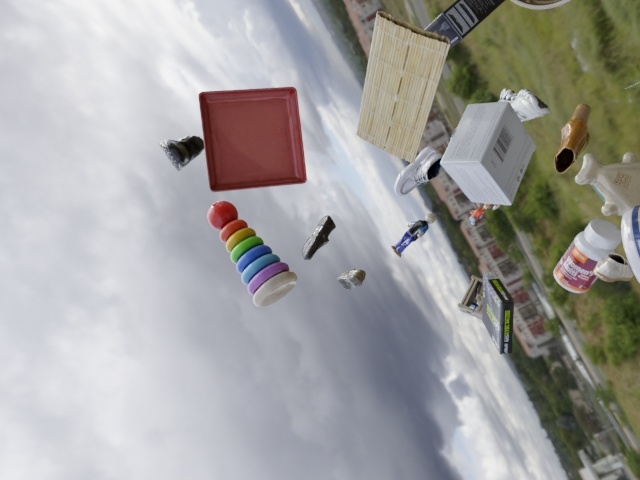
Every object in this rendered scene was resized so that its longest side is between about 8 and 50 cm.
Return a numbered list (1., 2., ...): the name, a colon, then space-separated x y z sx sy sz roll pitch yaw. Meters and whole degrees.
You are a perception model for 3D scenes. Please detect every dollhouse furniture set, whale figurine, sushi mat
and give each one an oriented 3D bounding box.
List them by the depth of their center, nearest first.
1. sushi mat: 0.153 -0.290 1.098 0.151 0.019 0.317 30 150 14
2. whale figurine: 0.934 -0.179 1.756 0.271 0.217 0.141 21 180 -2
3. dollhouse furniture set: 0.609 0.239 2.046 0.128 0.129 0.184 22 165 32

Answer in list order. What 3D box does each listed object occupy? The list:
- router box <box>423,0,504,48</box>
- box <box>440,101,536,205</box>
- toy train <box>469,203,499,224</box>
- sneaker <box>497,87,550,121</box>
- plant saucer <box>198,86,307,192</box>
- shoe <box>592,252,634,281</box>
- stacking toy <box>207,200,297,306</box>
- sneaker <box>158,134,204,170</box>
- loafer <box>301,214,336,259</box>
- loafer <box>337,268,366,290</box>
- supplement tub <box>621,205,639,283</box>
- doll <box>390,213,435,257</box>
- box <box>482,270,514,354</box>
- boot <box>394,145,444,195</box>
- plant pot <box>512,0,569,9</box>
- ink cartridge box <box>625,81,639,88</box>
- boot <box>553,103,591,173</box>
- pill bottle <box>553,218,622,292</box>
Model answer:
1. router box: 0.330 -0.550 1.444 0.081 0.243 0.309 49 161 -8
2. box: 0.413 -0.210 1.349 0.119 0.181 0.182 11 159 49
3. toy train: 0.553 -0.123 1.834 0.166 0.125 0.046 -27 -115 -38
4. sneaker: 0.631 -0.412 1.766 0.110 0.118 0.292 37 -170 -10
5. plant saucer: -0.178 -0.265 1.454 0.047 0.258 0.259 179 84 -76
6. shoe: 0.799 0.069 1.480 0.218 0.058 0.076 -4 -150 -47
7. stacking toy: -0.208 0.021 1.565 0.330 0.141 0.141 54 -171 17
8. sneaker: -0.437 -0.301 1.779 0.107 0.124 0.283 57 175 -14
9. loafer: 0.000 0.000 2.370 0.078 0.220 0.080 36 175 -25
10. loafer: 0.102 0.122 1.740 0.056 0.050 0.148 54 158 -11
11. supplement tub: 0.937 -0.011 1.343 0.228 0.316 0.229 17 -116 -40
12. doll: 0.331 -0.027 1.963 0.046 0.189 0.129 41 -167 -20
13. box: 0.538 0.217 1.681 0.191 0.045 0.184 -92 -2 -66
14. boot: 0.424 -0.280 2.356 0.095 0.258 0.123 28 -163 -29
15. plant pot: 0.762 -0.914 1.784 0.305 0.333 0.334 -26 -94 -55
16. ink cartridge box: 1.027 -0.444 1.539 0.188 0.255 0.097 -18 -92 -40
17. boot: 0.886 -0.324 1.969 0.104 0.211 0.295 21 165 24
18. pill bottle: 0.820 0.048 1.692 0.121 0.121 0.221 -108 23 -43
